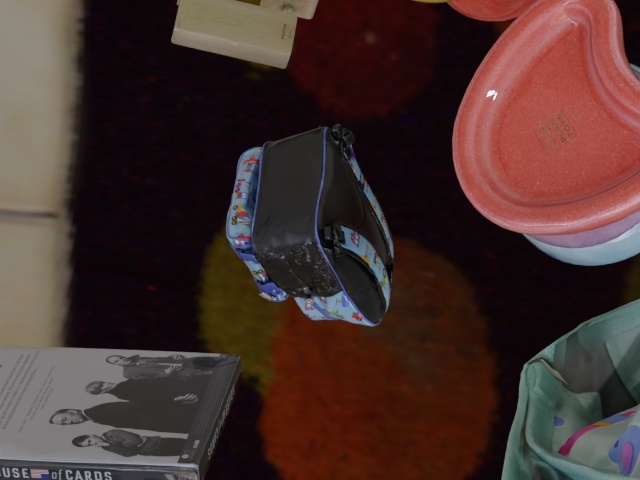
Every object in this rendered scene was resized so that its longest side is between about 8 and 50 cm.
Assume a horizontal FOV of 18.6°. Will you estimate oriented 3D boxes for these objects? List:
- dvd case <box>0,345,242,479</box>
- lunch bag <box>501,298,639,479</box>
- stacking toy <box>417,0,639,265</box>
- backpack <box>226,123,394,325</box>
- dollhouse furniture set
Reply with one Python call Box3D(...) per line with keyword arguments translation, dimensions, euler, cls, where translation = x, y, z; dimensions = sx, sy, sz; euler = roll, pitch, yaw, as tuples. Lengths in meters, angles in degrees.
Box3D(translation=(-0.198, 0.144, 1.622), dimensions=(0.239, 0.179, 0.029), euler=(1, 117, 10), cls="dvd case")
Box3D(translation=(0.177, 0.122, 0.614), dimensions=(0.160, 0.262, 0.223), euler=(-37, 100, -21), cls="lunch bag")
Box3D(translation=(0.193, -0.152, 1.221), dimensions=(0.130, 0.279, 0.309), euler=(25, 41, -55), cls="stacking toy")
Box3D(translation=(0.000, 0.000, 1.843), dimensions=(0.173, 0.117, 0.158), euler=(56, 29, -44), cls="backpack")
Box3D(translation=(-0.074, -0.220, 1.952), dimensions=(0.144, 0.123, 0.151), euler=(12, 59, -7), cls="dollhouse furniture set")
